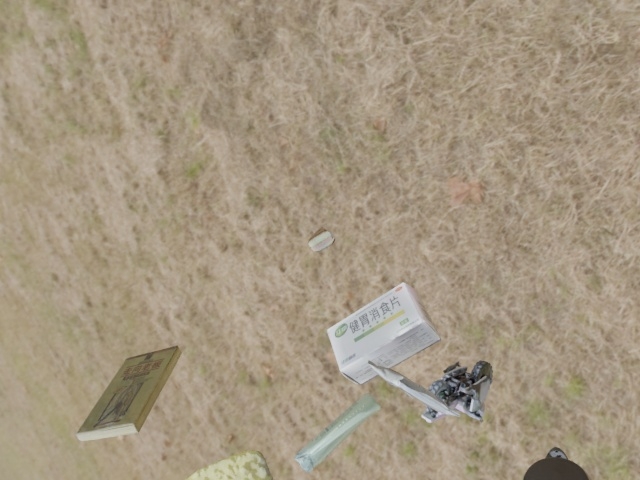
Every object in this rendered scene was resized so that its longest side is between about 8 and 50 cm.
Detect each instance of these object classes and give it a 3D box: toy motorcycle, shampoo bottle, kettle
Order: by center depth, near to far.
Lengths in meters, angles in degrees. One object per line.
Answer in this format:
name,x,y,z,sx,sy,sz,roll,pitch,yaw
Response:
kettle,0.397,0.473,0.917,0.144,0.202,0.232,-9,125,34
shampoo bottle,0.038,0.417,1.237,0.049,0.212,0.072,52,169,2
toy motorcycle,0.436,0.495,1.782,0.143,0.327,0.187,20,111,46

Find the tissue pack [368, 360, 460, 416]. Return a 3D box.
tissue pack,0.165,0.271,1.047,0.123,0.026,0.193,33,170,-10

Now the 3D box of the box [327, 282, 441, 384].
box,0.197,0.307,1.843,0.145,0.333,0.173,44,-162,-41

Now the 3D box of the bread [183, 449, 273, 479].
bread,-0.132,0.419,0.680,0.263,0.236,0.198,60,160,22

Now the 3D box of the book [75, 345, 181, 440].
book,-0.414,0.331,1.247,0.161,0.230,0.026,-16,118,21

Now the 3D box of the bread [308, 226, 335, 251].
bread,0.000,0.000,1.428,0.043,0.062,0.109,51,174,-9
